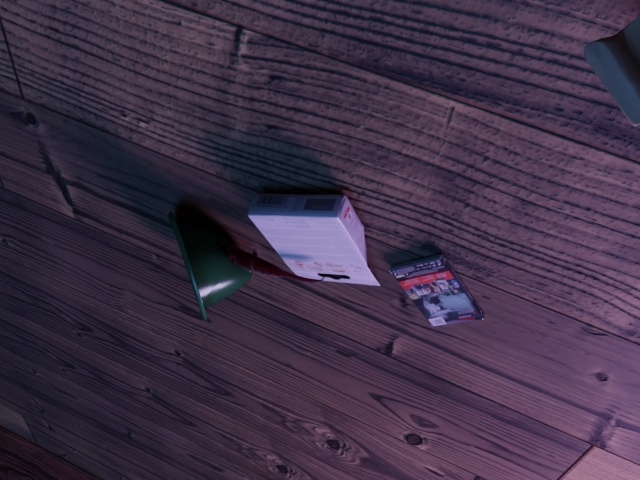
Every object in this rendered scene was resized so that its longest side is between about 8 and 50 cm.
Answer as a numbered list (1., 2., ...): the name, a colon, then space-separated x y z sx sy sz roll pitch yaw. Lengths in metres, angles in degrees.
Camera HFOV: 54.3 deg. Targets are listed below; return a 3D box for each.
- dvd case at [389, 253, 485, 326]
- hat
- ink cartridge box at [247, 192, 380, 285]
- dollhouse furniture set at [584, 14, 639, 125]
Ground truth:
1. dvd case: 0.163 0.072 0.872 0.087 0.013 0.119 -18 118 42
2. hat: -0.122 0.024 0.991 0.173 0.183 0.208 102 147 -68
3. ink cartridge box: 0.000 0.000 0.895 0.145 0.045 0.179 3 150 29
4. dollhouse furniture set: 0.460 -0.098 0.374 0.394 0.256 0.362 58 138 7
